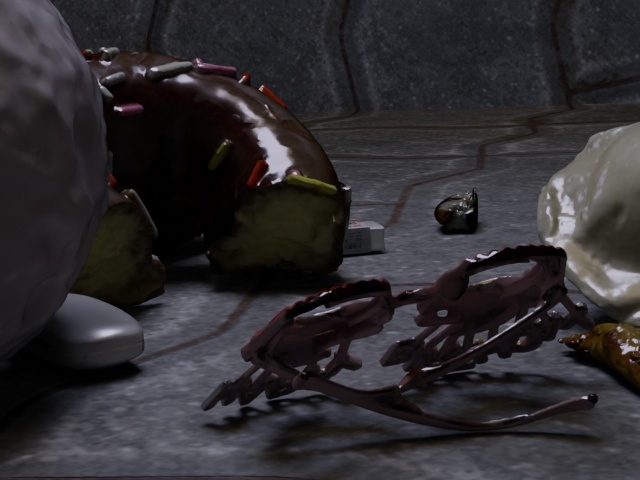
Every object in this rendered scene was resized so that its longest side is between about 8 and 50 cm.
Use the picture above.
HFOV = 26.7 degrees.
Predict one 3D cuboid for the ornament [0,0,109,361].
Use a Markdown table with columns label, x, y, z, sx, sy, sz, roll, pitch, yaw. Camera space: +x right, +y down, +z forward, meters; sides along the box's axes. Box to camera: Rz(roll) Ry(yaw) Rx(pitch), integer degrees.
| label | x | y | z | sx | sy | sz | roll | pitch | yaw |
| --- | --- | --- | --- | --- | --- | --- | --- | --- | --- |
| ornament | -0.296 | -0.061 | 0.869 | 0.337 | 0.337 | 0.337 | -3 | 10 | 1 |

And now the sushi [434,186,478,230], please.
| label | x | y | z | sx | sy | sz | roll | pitch | yaw |
| --- | --- | --- | --- | --- | --- | --- | --- | --- | --- |
| sushi | 0.145 | -0.034 | 1.455 | 0.046 | 0.044 | 0.083 | 0 | 8 | 10 |

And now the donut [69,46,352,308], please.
| label | x | y | z | sx | sy | sz | roll | pitch | yaw |
| --- | --- | --- | --- | --- | --- | --- | --- | --- | --- |
| donut | -0.148 | -0.067 | 1.192 | 0.345 | 0.136 | 0.259 | -3 | 48 | -31 |

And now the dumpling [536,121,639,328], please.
| label | x | y | z | sx | sy | sz | roll | pitch | yaw |
| --- | --- | --- | --- | --- | --- | --- | --- | --- | --- |
| dumpling | 0.277 | -0.004 | 0.989 | 0.258 | 0.147 | 0.193 | 15 | 58 | 29 |

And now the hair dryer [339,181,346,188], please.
| label | x | y | z | sx | sy | sz | roll | pitch | yaw |
| --- | --- | --- | --- | --- | --- | --- | --- | --- | --- |
| hair dryer | -0.090 | -0.040 | 1.583 | 0.173 | 0.050 | 0.195 | 5 | 17 | 43 |

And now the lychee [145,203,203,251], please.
| label | x | y | z | sx | sy | sz | roll | pitch | yaw |
| --- | --- | --- | --- | --- | --- | --- | --- | --- | --- |
| lychee | -0.184 | -0.073 | 1.406 | 0.194 | 0.194 | 0.194 | -3 | 10 | 1 |

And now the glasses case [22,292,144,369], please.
| label | x | y | z | sx | sy | sz | roll | pitch | yaw |
| --- | --- | --- | --- | --- | --- | --- | --- | --- | --- |
| glasses case | -0.183 | 0.065 | 0.987 | 0.063 | 0.041 | 0.164 | -11 | 13 | -31 |

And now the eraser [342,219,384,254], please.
| label | x | y | z | sx | sy | sz | roll | pitch | yaw |
| --- | --- | --- | --- | --- | --- | --- | --- | --- | --- |
| eraser | 0.000 | 0.000 | 1.347 | 0.122 | 0.029 | 0.052 | -6 | 10 | -12 |

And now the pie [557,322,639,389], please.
| label | x | y | z | sx | sy | sz | roll | pitch | yaw |
| --- | --- | --- | --- | --- | --- | --- | --- | --- | --- |
| pie | 0.221 | 0.073 | 0.849 | 0.088 | 0.033 | 0.191 | -1 | 9 | -11 |

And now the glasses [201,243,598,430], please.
| label | x | y | z | sx | sy | sz | roll | pitch | yaw |
| --- | --- | --- | --- | --- | --- | --- | --- | --- | --- |
| glasses | 0.061 | 0.078 | 0.804 | 0.255 | 0.095 | 0.162 | -7 | -17 | -15 |
